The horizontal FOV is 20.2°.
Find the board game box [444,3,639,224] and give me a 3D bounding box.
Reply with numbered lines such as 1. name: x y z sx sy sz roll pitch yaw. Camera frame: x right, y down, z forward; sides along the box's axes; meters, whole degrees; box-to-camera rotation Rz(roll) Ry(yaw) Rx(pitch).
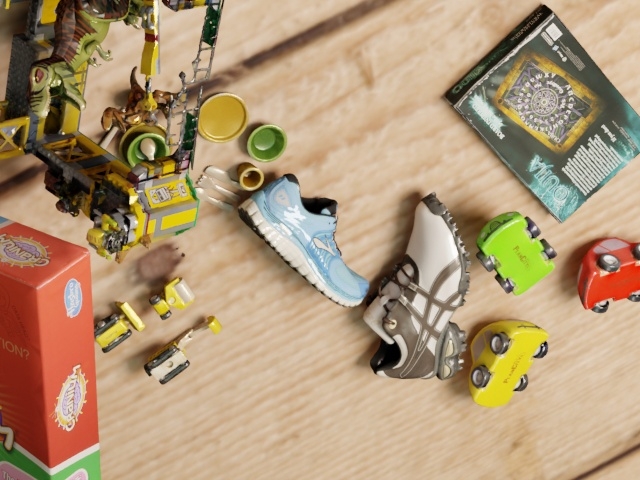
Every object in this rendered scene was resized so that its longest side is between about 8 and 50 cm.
1. board game box: 0.216 -0.115 1.673 0.126 0.026 0.186 -42 123 5

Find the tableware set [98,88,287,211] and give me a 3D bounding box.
1. tableware set: -0.108 -0.086 1.568 0.154 0.024 0.104 27 105 -30

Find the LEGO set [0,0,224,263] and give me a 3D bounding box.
1. LEGO set: -0.213 -0.137 1.360 0.192 0.255 0.331 -18 139 -43

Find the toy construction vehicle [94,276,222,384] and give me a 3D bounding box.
1. toy construction vehicle: -0.150 0.081 1.641 0.098 0.035 0.086 -38 113 -1

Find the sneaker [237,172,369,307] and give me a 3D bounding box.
1. sneaker: 0.000 0.000 1.634 0.073 0.063 0.162 -47 127 -3

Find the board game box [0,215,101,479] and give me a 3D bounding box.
1. board game box: -0.294 0.115 1.472 0.064 0.242 0.316 -40 141 -46

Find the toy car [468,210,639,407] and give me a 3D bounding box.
1. toy car: 0.204 0.034 1.713 0.239 0.053 0.225 -38 137 2

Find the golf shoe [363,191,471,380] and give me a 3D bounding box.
1. golf shoe: 0.088 0.051 1.686 0.094 0.077 0.198 -10 119 -16
